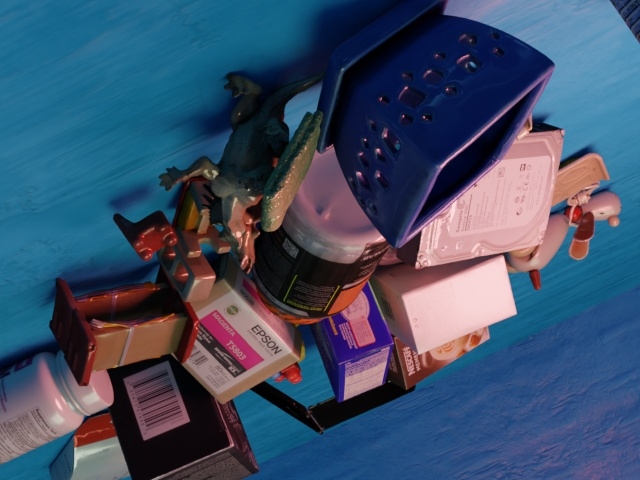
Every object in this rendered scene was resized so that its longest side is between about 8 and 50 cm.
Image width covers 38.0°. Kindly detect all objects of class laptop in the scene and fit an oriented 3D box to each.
[{"bbox_3d":[-0.001,0.327,2.277,0.236,0.408,0.382,-57,165,-13],"label":"laptop"}]

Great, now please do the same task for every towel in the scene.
[{"bbox_3d":[-0.037,-0.090,1.200,0.148,0.027,0.110,-62,172,-25],"label":"towel"}]

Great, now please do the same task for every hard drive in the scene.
[{"bbox_3d":[0.296,-0.087,1.683,0.339,0.064,0.236,-8,114,-35],"label":"hard drive"}]

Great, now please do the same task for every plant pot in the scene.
[{"bbox_3d":[0.127,-0.170,1.217,0.236,0.212,0.236,-39,166,-23],"label":"plant pot"}]

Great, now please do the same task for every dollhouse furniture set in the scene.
[{"bbox_3d":[-0.287,0.045,1.476,0.201,0.152,0.374,-8,136,-36],"label":"dollhouse furniture set"}]

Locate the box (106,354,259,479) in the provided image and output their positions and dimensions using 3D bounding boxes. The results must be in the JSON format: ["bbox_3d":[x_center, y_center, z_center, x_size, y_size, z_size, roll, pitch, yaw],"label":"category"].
[{"bbox_3d":[-0.299,0.379,1.992,0.212,0.293,0.395,-23,159,-5],"label":"box"}]

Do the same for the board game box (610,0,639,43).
[{"bbox_3d":[0.537,-0.343,1.337,0.060,0.194,0.194,0,147,-48],"label":"board game box"}]

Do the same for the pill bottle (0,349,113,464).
[{"bbox_3d":[-0.544,0.305,1.733,0.283,0.160,0.160,-25,159,0],"label":"pill bottle"}]

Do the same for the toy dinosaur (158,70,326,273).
[{"bbox_3d":[-0.093,-0.115,1.279,0.295,0.127,0.200,-59,167,3],"label":"toy dinosaur"}]

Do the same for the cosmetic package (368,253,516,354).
[{"bbox_3d":[0.237,0.101,1.882,0.225,0.138,0.224,-22,-162,-12],"label":"cosmetic package"}]

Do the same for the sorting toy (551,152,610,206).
[{"bbox_3d":[0.533,-0.127,2.073,0.208,0.038,0.193,-26,159,16],"label":"sorting toy"}]

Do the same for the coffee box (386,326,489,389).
[{"bbox_3d":[0.240,0.200,2.029,0.247,0.098,0.141,-28,118,-24],"label":"coffee box"}]

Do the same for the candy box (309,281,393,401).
[{"bbox_3d":[0.042,0.151,1.862,0.122,0.268,0.317,-18,159,-7],"label":"candy box"}]

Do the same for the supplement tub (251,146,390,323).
[{"bbox_3d":[0.000,0.000,1.543,0.207,0.207,0.338,-15,157,-23],"label":"supplement tub"}]

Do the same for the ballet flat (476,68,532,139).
[{"bbox_3d":[0.308,-0.211,1.547,0.083,0.087,0.247,-33,158,18],"label":"ballet flat"}]

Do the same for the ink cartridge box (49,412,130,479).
[{"bbox_3d":[-0.501,0.528,2.409,0.308,0.091,0.385,-9,155,-36],"label":"ink cartridge box"}]

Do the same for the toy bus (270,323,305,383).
[{"bbox_3d":[-0.095,0.206,1.924,0.149,0.211,0.220,-28,160,4],"label":"toy bus"}]

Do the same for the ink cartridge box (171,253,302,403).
[{"bbox_3d":[-0.179,0.169,1.736,0.193,0.088,0.234,-32,115,18],"label":"ink cartridge box"}]

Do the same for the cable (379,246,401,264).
[{"bbox_3d":[0.182,-0.045,1.803,0.257,0.089,0.257,-7,154,-38],"label":"cable"}]

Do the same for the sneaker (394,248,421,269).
[{"bbox_3d":[0.166,0.019,1.743,0.070,0.051,0.134,-17,155,-13],"label":"sneaker"}]

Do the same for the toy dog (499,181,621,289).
[{"bbox_3d":[0.591,0.006,2.268,0.334,0.161,0.220,-32,158,18],"label":"toy dog"}]
